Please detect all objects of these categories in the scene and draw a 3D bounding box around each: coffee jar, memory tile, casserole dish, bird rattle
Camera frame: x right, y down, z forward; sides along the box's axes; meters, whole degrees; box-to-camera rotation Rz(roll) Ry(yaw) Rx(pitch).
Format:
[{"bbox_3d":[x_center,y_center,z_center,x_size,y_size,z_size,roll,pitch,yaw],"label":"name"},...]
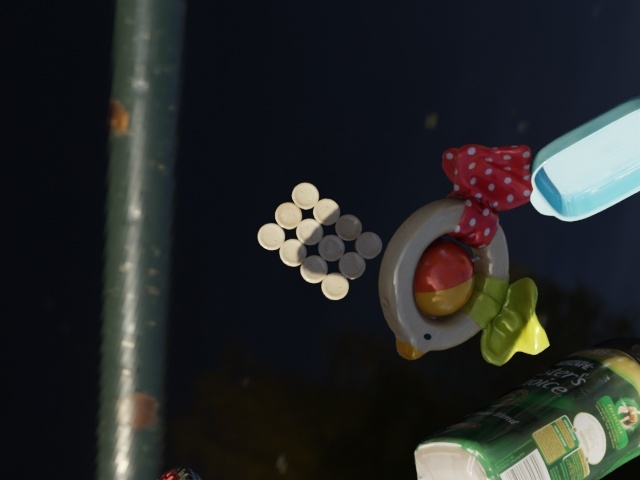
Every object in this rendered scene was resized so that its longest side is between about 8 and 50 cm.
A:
[{"bbox_3d":[0.161,0.132,1.069,0.184,0.096,0.079,-25,94,-30],"label":"coffee jar"},{"bbox_3d":[0.000,0.000,2.134,0.113,0.148,0.012,-52,178,-12],"label":"memory tile"},{"bbox_3d":[0.300,-0.090,1.623,0.114,0.188,0.037,44,22,-44],"label":"casserole dish"},{"bbox_3d":[0.153,0.023,1.665,0.207,0.143,0.254,-26,127,-31],"label":"bird rattle"}]

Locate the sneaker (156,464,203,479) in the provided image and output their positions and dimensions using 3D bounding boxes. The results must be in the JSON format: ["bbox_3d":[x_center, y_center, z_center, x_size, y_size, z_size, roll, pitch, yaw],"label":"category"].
[{"bbox_3d":[-0.130,0.366,1.708,0.104,0.262,0.125,-36,132,17],"label":"sneaker"}]
